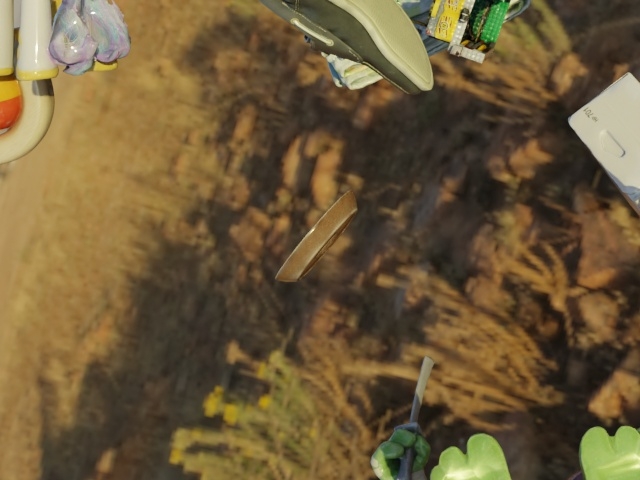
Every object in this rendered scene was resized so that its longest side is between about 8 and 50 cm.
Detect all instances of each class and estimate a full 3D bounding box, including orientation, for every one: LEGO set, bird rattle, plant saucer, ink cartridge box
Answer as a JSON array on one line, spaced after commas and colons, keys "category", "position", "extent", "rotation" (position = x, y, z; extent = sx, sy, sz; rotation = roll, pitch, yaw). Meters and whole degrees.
[{"category": "LEGO set", "position": [0.165, -0.381, 1.620], "extent": [0.331, 0.255, 0.192], "rotation": [-63, -5, 16]}, {"category": "bird rattle", "position": [-0.400, -0.154, 1.382], "extent": [0.143, 0.207, 0.253], "rotation": [-39, -53, -72]}, {"category": "plant saucer", "position": [0.000, 0.000, 1.754], "extent": [0.168, 0.029, 0.168], "rotation": [-49, -4, -4]}, {"category": "ink cartridge box", "position": [0.344, -0.055, 1.229], "extent": [0.082, 0.190, 0.139], "rotation": [-37, 43, 11]}]

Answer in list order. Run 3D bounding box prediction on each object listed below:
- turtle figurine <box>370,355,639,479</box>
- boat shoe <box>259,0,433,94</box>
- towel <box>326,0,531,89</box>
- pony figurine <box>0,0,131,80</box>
[{"category": "turtle figurine", "position": [0.143, 0.152, 0.873], "extent": [0.275, 0.198, 0.266], "rotation": [-61, -10, -14]}, {"category": "boat shoe", "position": [0.023, -0.214, 1.196], "extent": [0.079, 0.233, 0.084], "rotation": [-27, 44, 34]}, {"category": "towel", "position": [0.125, -0.419, 1.888], "extent": [0.320, 0.090, 0.374], "rotation": [-24, 50, 10]}, {"category": "pony figurine", "position": [-0.265, -0.336, 1.155], "extent": [0.351, 0.303, 0.363], "rotation": [17, 113, 62]}]
